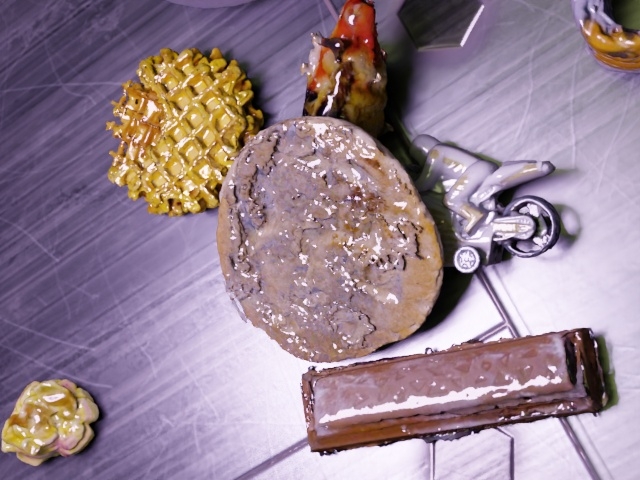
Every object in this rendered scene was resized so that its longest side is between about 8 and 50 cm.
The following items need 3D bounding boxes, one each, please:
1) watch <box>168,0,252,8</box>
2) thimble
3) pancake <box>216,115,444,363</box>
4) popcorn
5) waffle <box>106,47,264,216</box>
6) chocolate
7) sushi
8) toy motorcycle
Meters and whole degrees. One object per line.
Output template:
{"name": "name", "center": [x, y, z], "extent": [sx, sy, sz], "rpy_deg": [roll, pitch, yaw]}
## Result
{"name": "watch", "center": [-0.133, -0.444, 1.364], "extent": [0.327, 0.314, 0.335], "rpy_deg": [23, 82, 11]}
{"name": "thimble", "center": [0.310, -0.243, 1.217], "extent": [0.127, 0.118, 0.151], "rpy_deg": [4, 85, 23]}
{"name": "pancake", "center": [0.000, 0.001, 1.296], "extent": [0.282, 0.049, 0.282], "rpy_deg": [13, 118, 27]}
{"name": "popcorn", "center": [-0.318, 0.208, 1.451], "extent": [0.109, 0.089, 0.097], "rpy_deg": [-35, 61, 19]}
{"name": "waffle", "center": [-0.158, -0.122, 1.425], "extent": [0.197, 0.070, 0.193], "rpy_deg": [-12, 80, 21]}
{"name": "chocolate", "center": [0.123, 0.155, 1.281], "extent": [0.329, 0.065, 0.102], "rpy_deg": [-12, 80, 23]}
{"name": "sushi", "center": [0.025, -0.146, 1.328], "extent": [0.103, 0.097, 0.226], "rpy_deg": [45, 127, 54]}
{"name": "toy motorcycle", "center": [0.134, -0.039, 1.293], "extent": [0.228, 0.074, 0.151], "rpy_deg": [-10, 86, 31]}
